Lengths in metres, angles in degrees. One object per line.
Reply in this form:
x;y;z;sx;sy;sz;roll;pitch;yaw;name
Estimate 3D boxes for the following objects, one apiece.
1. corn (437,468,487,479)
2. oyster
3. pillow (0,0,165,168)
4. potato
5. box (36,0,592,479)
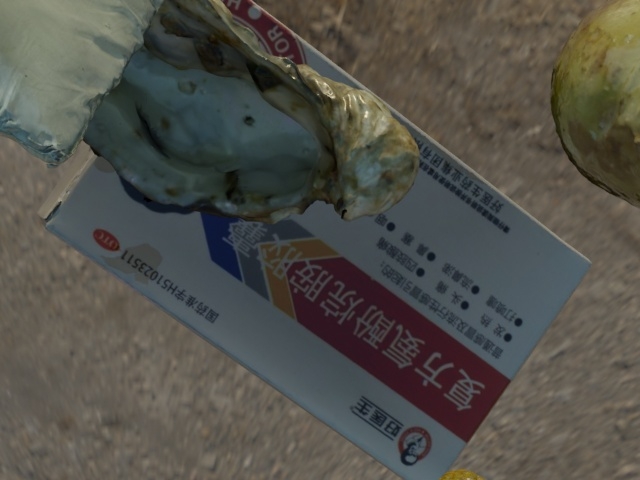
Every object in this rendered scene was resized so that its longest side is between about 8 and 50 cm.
0.054;0.139;0.873;0.037;0.037;0.092;37;38;4;corn
-0.083;-0.112;1.123;0.294;0.166;0.094;44;48;-12;oyster
-0.144;-0.121;0.913;0.128;0.051;0.229;34;32;-8;pillow
0.120;-0.055;0.716;0.066;0.103;0.096;19;87;-42;potato
0.000;0.000;1.362;0.353;0.069;0.214;36;87;-15;box
